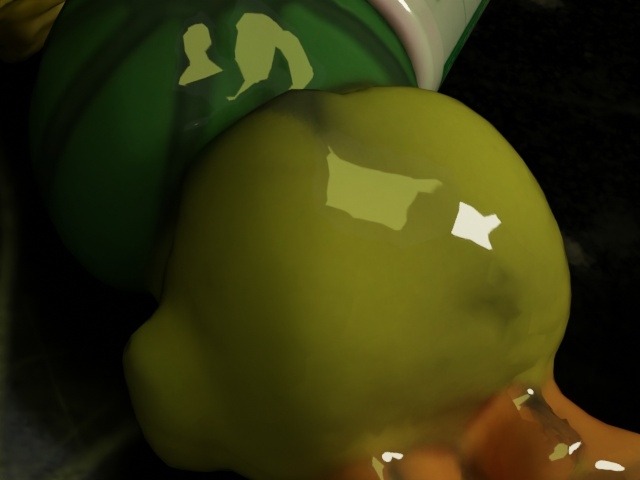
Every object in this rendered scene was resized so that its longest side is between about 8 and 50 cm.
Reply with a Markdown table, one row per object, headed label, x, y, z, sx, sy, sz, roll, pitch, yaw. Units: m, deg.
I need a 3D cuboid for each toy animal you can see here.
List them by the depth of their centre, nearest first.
| label | x | y | z | sx | sy | sz | roll | pitch | yaw |
| --- | --- | --- | --- | --- | --- | --- | --- | --- | --- |
| toy animal | 0.000 | -0.003 | 0.628 | 0.216 | 0.191 | 0.338 | -22 | 65 | -27 |

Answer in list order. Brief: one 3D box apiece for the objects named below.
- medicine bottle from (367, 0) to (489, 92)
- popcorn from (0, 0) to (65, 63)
| label | x | y | z | sx | sy | sz | roll | pitch | yaw |
| --- | --- | --- | --- | --- | --- | --- | --- | --- | --- |
| medicine bottle | 0.050 | -0.184 | 0.833 | 0.133 | 0.133 | 0.274 | 28 | 48 | 2 |
| popcorn | -0.205 | -0.188 | 0.700 | 0.203 | 0.200 | 0.226 | 37 | 48 | 3 |
